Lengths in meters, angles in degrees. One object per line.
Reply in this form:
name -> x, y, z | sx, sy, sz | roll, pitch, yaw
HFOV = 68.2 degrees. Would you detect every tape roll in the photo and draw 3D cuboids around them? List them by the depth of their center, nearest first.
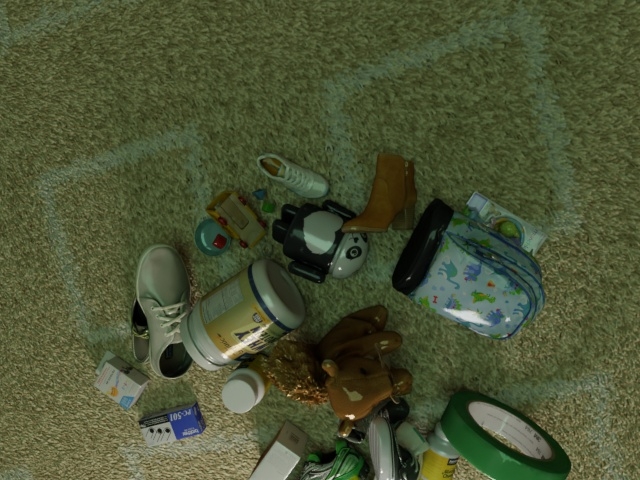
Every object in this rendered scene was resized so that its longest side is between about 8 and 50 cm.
tape roll -> 0.480, 0.524, 1.244 | 0.321, 0.321, 0.077 | 23, 101, 7

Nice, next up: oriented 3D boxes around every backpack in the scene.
backpack -> 0.406, 0.098, 1.256 | 0.355, 0.273, 0.290 | 22, 120, -7

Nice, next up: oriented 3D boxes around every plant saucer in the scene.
plant saucer -> -0.336, -0.010, 1.485 | 0.119, 0.021, 0.119 | 1, 96, 10

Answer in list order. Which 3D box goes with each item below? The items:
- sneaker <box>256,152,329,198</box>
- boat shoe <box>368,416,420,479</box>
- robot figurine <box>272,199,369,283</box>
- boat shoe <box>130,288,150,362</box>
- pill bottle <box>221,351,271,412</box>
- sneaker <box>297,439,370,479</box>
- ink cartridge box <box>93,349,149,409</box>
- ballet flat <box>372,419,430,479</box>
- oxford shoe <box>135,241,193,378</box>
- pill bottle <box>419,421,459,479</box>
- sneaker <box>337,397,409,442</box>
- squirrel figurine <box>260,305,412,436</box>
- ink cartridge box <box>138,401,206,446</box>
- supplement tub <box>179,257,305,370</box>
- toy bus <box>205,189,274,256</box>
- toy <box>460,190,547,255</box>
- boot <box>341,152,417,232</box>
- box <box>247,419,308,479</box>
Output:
sneaker -> -0.084, -0.185, 1.383 | 0.228, 0.092, 0.087 | 24, 99, 6
boat shoe -> 0.205, 0.605, 1.270 | 0.119, 0.121, 0.335 | -12, 113, -5
robot figurine -> 0.001, -0.003, 1.346 | 0.278, 0.173, 0.209 | 25, 103, 7
boat shoe -> -0.563, 0.259, 1.522 | 0.109, 0.091, 0.305 | 14, 99, 9
pill bottle -> -0.211, 0.423, 1.417 | 0.119, 0.208, 0.119 | 1, 97, 10
sneaker -> -0.023, 0.742, 1.474 | 0.343, 0.134, 0.146 | -35, 83, 3
ink cartridge box -> -0.680, 0.464, 1.582 | 0.181, 0.061, 0.104 | 33, 101, 6
ballet flat -> 0.205, 0.724, 1.393 | 0.139, 0.139, 0.400 | 23, 104, 7
oxford shoe -> -0.459, 0.226, 1.443 | 0.130, 0.169, 0.450 | 20, 114, 51
pill bottle -> 0.351, 0.636, 1.392 | 0.103, 0.103, 0.184 | 16, 100, 8
sneaker -> 0.155, 0.548, 1.403 | 0.228, 0.132, 0.086 | -20, 93, 12
squirrel figurine -> 0.046, 0.373, 1.281 | 0.396, 0.370, 0.281 | -10, 95, 11
ink cartridge box -> -0.494, 0.612, 1.574 | 0.207, 0.046, 0.097 | -18, 94, 12
supplement tub -> -0.227, 0.221, 1.386 | 0.316, 0.228, 0.228 | -33, 90, 12
toy bus -> -0.248, -0.055, 1.421 | 0.104, 0.191, 0.202 | 12, 101, 53
toy -> 0.495, -0.018, 1.314 | 0.237, 0.056, 0.137 | 33, 102, 5
boot -> 0.157, -0.127, 1.267 | 0.104, 0.295, 0.211 | -1, 94, 45
box -> -0.129, 0.676, 1.471 | 0.091, 0.130, 0.170 | 35, 101, 4
